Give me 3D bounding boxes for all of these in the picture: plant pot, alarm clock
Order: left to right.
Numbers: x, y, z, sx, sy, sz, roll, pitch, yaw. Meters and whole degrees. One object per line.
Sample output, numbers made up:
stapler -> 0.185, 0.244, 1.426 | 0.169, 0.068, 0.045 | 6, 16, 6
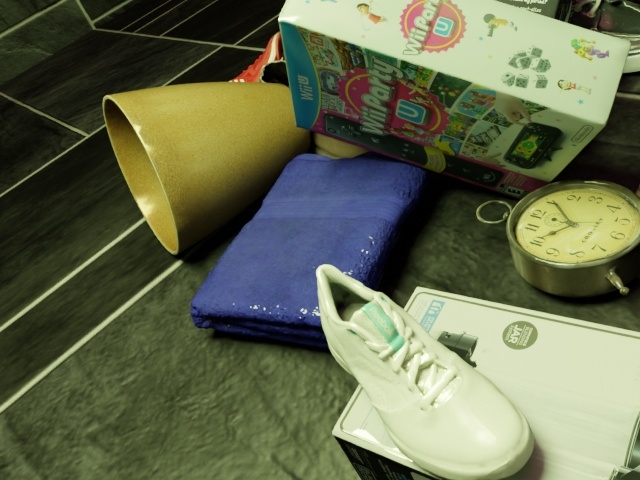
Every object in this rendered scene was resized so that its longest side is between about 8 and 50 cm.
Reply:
plant pot -> -0.152, -0.140, 0.879 | 0.254, 0.237, 0.237 | -27, 36, -23
alarm clock -> 0.246, -0.007, 0.610 | 0.129, 0.064, 0.192 | -42, 43, -21

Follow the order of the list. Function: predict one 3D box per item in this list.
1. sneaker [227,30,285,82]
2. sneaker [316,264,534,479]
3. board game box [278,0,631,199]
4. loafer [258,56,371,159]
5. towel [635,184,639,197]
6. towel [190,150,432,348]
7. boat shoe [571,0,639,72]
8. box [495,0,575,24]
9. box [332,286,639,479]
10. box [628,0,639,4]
sneaker -> -0.132, -0.351, 1.210 | 0.128, 0.087, 0.221 | -10, 39, 17
sneaker -> 0.057, 0.086, 0.434 | 0.080, 0.094, 0.212 | -37, 39, -17
board game box -> 0.121, -0.160, 0.630 | 0.303, 0.224, 0.098 | 21, 77, 8
loafer -> 0.009, -0.210, 0.926 | 0.366, 0.130, 0.134 | 21, 57, 43
towel -> 0.412, -0.072, 0.625 | 0.148, 0.027, 0.110 | -42, 40, -21
towel -> 0.000, 0.000, 0.736 | 0.227, 0.076, 0.308 | 0, 42, 34
boat shoe -> 0.389, -0.325, 0.875 | 0.108, 0.102, 0.301 | -38, 39, -16
box -> 0.234, -0.278, 0.777 | 0.163, 0.142, 0.247 | 17, 27, 21
box -> 0.176, 0.145, 0.448 | 0.290, 0.087, 0.169 | 11, 50, 37
box -> 0.466, -0.340, 0.798 | 0.114, 0.036, 0.207 | 23, 23, 11
